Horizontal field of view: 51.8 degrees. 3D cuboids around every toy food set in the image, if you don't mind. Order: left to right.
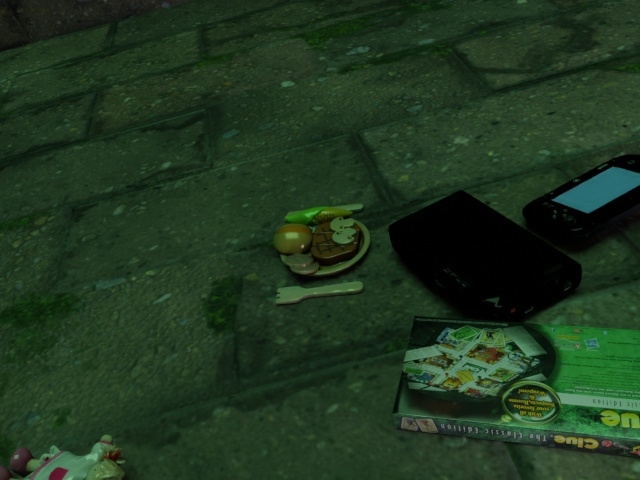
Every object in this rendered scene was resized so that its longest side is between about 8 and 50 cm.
[{"bbox_3d":[0.000,0.000,0.883,0.132,0.038,0.192,-8,38,8],"label":"toy food set"}]

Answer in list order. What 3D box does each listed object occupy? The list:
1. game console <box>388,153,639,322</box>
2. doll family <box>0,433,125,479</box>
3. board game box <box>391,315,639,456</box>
[{"bbox_3d":[0.282,-0.031,0.825,0.361,0.044,0.213,-26,37,-16],"label":"game console"},{"bbox_3d":[-0.254,0.288,0.565,0.163,0.118,0.263,-3,20,24],"label":"doll family"},{"bbox_3d":[0.211,0.138,0.650,0.259,0.030,0.136,2,38,20],"label":"board game box"}]
